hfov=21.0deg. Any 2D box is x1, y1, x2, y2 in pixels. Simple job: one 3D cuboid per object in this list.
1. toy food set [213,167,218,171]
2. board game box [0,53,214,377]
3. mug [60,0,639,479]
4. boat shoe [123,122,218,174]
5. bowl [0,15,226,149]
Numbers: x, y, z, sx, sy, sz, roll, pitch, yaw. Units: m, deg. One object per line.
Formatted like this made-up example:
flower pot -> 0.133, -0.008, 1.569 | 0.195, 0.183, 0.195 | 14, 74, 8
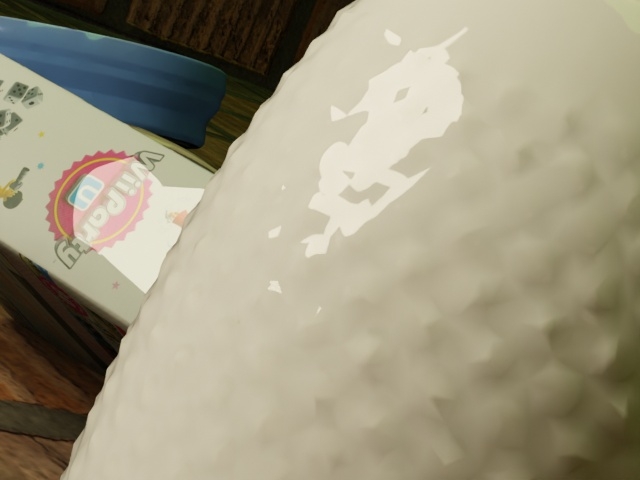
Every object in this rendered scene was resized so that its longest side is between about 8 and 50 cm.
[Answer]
toy food set -> -0.133, -0.066, 2.005 | 0.132, 0.038, 0.192 | 26, -1, -43
board game box -> -0.097, 0.025, 0.987 | 0.303, 0.097, 0.224 | 30, -15, 30
mug -> 0.074, 0.056, 0.740 | 0.276, 0.328, 0.374 | 26, 8, 12
boat shoe -> -0.214, -0.020, 1.218 | 0.355, 0.132, 0.130 | 12, 21, -18
bowl -> -0.283, -0.149, 1.601 | 0.391, 0.077, 0.391 | 9, 0, 0
